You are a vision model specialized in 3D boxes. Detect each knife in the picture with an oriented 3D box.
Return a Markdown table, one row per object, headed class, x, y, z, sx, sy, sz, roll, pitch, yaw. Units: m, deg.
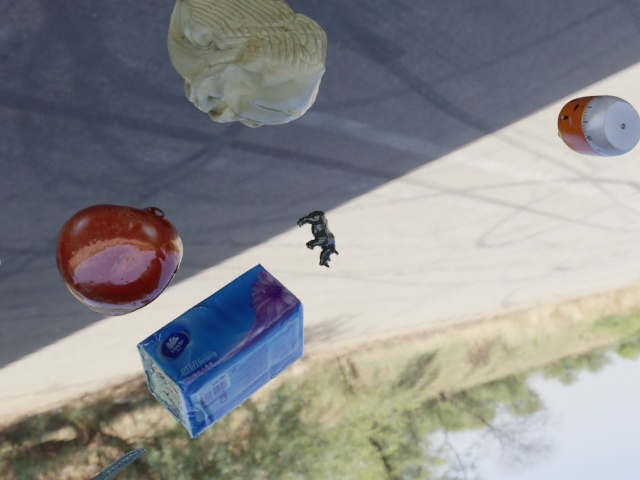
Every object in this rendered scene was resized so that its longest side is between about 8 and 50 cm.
| class | x | y | z | sx | sy | sz | roll | pitch | yaw |
| --- | --- | --- | --- | --- | --- | --- | --- | --- | --- |
| knife | -0.436 | 0.470 | 1.744 | 0.210 | 0.015 | 0.028 | -34 | -152 | -11 |

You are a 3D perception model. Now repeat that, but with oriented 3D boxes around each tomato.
| class | x | y | z | sx | sy | sz | roll | pitch | yaw |
| --- | --- | --- | --- | --- | --- | --- | --- | --- | --- |
| tomato | -0.283 | 0.031 | 1.264 | 0.187 | 0.151 | 0.187 | -6 | 158 | -3 |

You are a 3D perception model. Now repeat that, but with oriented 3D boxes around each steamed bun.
| class | x | y | z | sx | sy | sz | roll | pitch | yaw |
| --- | --- | --- | --- | --- | --- | --- | --- | --- | --- |
| steamed bun | -0.141 | -0.315 | 1.615 | 0.289 | 0.276 | 0.203 | 8 | 135 | -4 |

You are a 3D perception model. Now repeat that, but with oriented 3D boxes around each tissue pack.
| class | x | y | z | sx | sy | sz | roll | pitch | yaw |
| --- | --- | --- | --- | --- | --- | --- | --- | --- | --- |
| tissue pack | -0.169 | 0.191 | 1.554 | 0.263 | 0.146 | 0.198 | -36 | 151 | -24 |

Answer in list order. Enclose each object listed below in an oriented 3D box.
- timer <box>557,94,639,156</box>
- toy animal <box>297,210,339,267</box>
| class | x | y | z | sx | sy | sz | roll | pitch | yaw |
| --- | --- | --- | --- | --- | --- | --- | --- | --- | --- |
| timer | 0.436 | -0.186 | 1.421 | 0.136 | 0.099 | 0.136 | 24 | 177 | 1 |
| toy animal | 0.000 | 0.000 | 1.916 | 0.065 | 0.135 | 0.047 | -23 | -165 | -12 |
